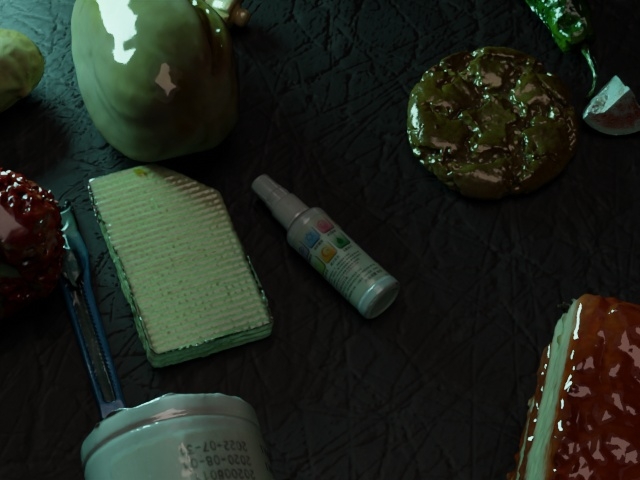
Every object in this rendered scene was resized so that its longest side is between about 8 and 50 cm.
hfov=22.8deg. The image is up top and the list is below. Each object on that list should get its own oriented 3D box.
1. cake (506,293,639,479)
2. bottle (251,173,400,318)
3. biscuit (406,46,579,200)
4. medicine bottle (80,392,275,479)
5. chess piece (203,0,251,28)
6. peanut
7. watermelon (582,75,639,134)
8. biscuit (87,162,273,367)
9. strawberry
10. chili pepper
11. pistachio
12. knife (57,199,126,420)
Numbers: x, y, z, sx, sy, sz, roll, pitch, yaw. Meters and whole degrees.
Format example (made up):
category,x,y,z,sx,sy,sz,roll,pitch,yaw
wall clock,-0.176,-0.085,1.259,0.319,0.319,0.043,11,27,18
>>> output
category,x,y,z,sx,sy,sz,roll,pitch,yaw
cake,0.323,0.246,1.554,0.270,0.319,0.269,13,59,6
bottle,0.000,0.000,1.836,0.060,0.060,0.217,-38,69,-21
biscuit,0.212,-0.148,1.940,0.226,0.042,0.226,1,59,-1
medicine bottle,-0.116,0.336,1.564,0.190,0.190,0.332,-12,61,-8
chess piece,-0.168,-0.311,2.016,0.172,0.060,0.060,24,62,9
peanut,-0.464,-0.191,1.910,0.263,0.101,0.117,-8,41,-6
watermelon,0.362,-0.167,1.942,0.085,0.061,0.085,6,55,-8
biscuit,-0.165,0.019,1.826,0.150,0.052,0.252,-17,63,-16
strawberry,-0.364,-0.002,1.772,0.184,0.187,0.201,3,26,13
chili pepper,0.277,-0.307,2.021,0.122,0.065,0.279,-43,68,-16
pistachio,-0.199,-0.207,1.903,0.197,0.166,0.288,-47,48,16
knife,-0.268,0.076,1.804,0.044,0.026,0.297,-10,60,-21
